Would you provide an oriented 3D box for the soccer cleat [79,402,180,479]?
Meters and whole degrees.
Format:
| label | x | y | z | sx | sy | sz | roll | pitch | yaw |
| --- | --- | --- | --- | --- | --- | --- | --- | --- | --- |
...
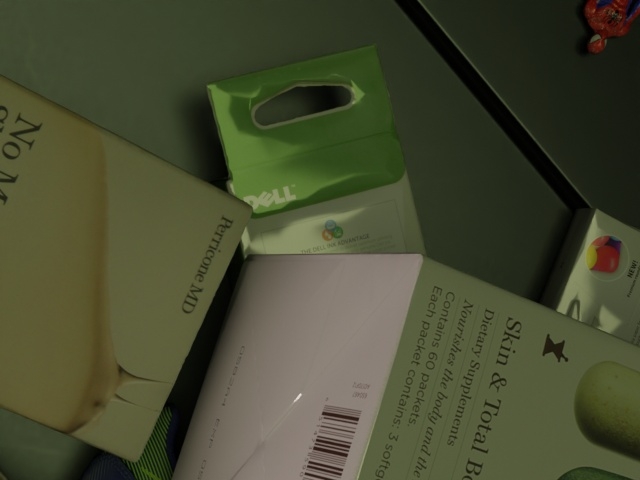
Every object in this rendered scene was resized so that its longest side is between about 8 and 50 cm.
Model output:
| label | x | y | z | sx | sy | sz | roll | pitch | yaw |
| --- | --- | --- | --- | --- | --- | --- | --- | --- | --- |
| soccer cleat | -0.013 | 0.208 | 0.936 | 0.289 | 0.093 | 0.121 | 39 | 82 | -10 |

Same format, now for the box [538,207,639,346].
| label | x | y | z | sx | sy | sz | roll | pitch | yaw |
| --- | --- | --- | --- | --- | --- | --- | --- | --- | --- |
| box | 0.220 | 0.082 | 1.018 | 0.186 | 0.038 | 0.145 | 23 | 85 | -13 |

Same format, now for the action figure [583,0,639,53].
| label | x | y | z | sx | sy | sz | roll | pitch | yaw |
| --- | --- | --- | --- | --- | --- | --- | --- | --- | --- |
| action figure | 0.195 | -0.168 | 1.016 | 0.038 | 0.030 | 0.115 | 28 | 86 | -17 |

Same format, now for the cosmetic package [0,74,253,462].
| label | x | y | z | sx | sy | sz | roll | pitch | yaw |
| --- | --- | --- | --- | --- | --- | --- | --- | --- | --- |
| cosmetic package | -0.211 | -0.017 | 0.845 | 0.309 | 0.113 | 0.160 | 26 | 83 | -24 |

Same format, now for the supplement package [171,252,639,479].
| label | x | y | z | sx | sy | sz | roll | pitch | yaw |
| --- | --- | --- | --- | --- | --- | --- | --- | --- | --- |
| supplement package | 0.082 | 0.141 | 0.832 | 0.263 | 0.198 | 0.199 | 22 | 79 | -25 |

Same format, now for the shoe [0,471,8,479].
| label | x | y | z | sx | sy | sz | roll | pitch | yaw |
| --- | --- | --- | --- | --- | --- | --- | --- | --- | --- |
| shoe | -0.171 | 0.156 | 0.863 | 0.058 | 0.076 | 0.219 | -41 | 61 | -15 |

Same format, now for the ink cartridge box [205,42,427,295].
| label | x | y | z | sx | sy | sz | roll | pitch | yaw |
| --- | --- | --- | --- | --- | --- | --- | --- | --- | --- |
| ink cartridge box | 0.000 | 0.000 | 0.952 | 0.109 | 0.062 | 0.209 | -14 | 94 | -15 |
